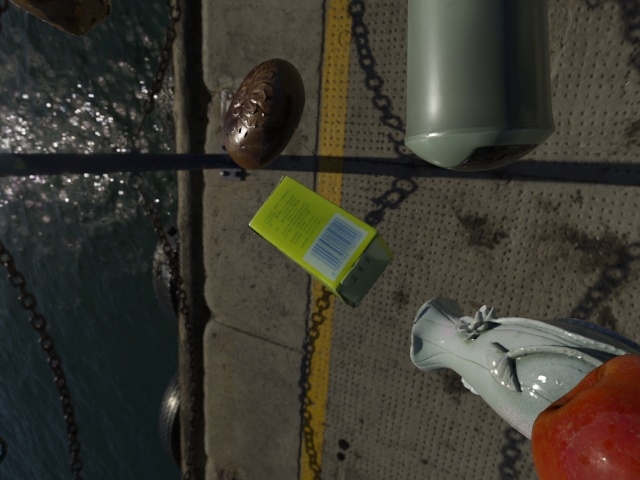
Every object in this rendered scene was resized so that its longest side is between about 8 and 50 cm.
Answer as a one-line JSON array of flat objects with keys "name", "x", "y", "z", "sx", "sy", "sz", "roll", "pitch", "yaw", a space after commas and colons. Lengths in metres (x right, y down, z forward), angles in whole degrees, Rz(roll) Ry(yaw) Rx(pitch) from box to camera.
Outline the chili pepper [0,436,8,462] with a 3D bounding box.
[{"name": "chili pepper", "x": -0.549, "y": 0.282, "z": 0.529, "sx": 0.074, "sy": 0.257, "sz": 0.100, "roll": -14, "pitch": 59, "yaw": 44}]

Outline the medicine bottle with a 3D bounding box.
[{"name": "medicine bottle", "x": 0.000, "y": 0.000, "z": 0.841, "sx": 0.250, "sy": 0.137, "sz": 0.141, "roll": 36, "pitch": 89, "yaw": 29}]

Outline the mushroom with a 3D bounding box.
[{"name": "mushroom", "x": -0.154, "y": -0.331, "z": 1.130, "sx": 0.163, "sy": 0.278, "sz": 0.296, "roll": 26, "pitch": 105, "yaw": -21}]

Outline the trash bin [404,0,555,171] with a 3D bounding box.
[{"name": "trash bin", "x": 0.301, "y": -0.353, "z": 0.839, "sx": 0.281, "sy": 0.280, "sz": 0.430, "roll": 1, "pitch": 99, "yaw": 30}]

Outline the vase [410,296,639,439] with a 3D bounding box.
[{"name": "vase", "x": 0.385, "y": 0.250, "z": 0.855, "sx": 0.446, "sy": 0.250, "sz": 0.249, "roll": 13, "pitch": 108, "yaw": 57}]

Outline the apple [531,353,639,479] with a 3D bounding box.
[{"name": "apple", "x": 0.347, "y": 0.234, "z": 0.442, "sx": 0.201, "sy": 0.218, "sz": 0.218, "roll": 52, "pitch": 121, "yaw": 28}]

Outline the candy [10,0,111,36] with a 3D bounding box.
[{"name": "candy", "x": -0.279, "y": -0.302, "z": 0.348, "sx": 0.271, "sy": 0.101, "sz": 0.143, "roll": 48, "pitch": 161, "yaw": -3}]
